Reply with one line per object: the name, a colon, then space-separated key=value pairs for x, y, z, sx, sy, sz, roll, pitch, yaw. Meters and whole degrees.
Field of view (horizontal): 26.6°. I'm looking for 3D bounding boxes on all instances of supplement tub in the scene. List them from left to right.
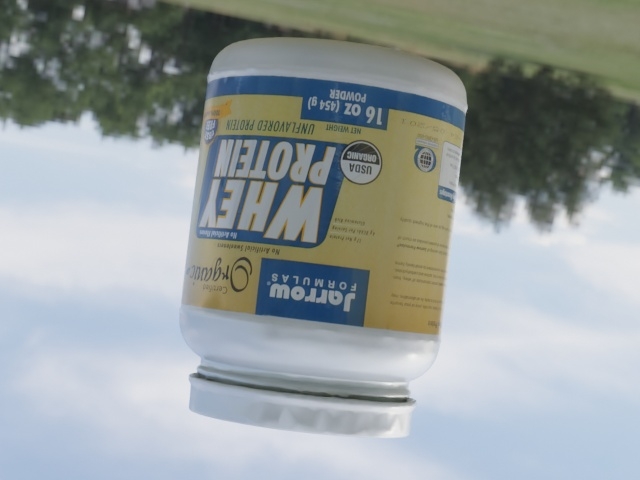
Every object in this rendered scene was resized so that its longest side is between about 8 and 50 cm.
supplement tub: x=0.000 y=0.000 z=0.739 sx=0.144 sy=0.199 sz=0.144 roll=6 pitch=177 yaw=0
